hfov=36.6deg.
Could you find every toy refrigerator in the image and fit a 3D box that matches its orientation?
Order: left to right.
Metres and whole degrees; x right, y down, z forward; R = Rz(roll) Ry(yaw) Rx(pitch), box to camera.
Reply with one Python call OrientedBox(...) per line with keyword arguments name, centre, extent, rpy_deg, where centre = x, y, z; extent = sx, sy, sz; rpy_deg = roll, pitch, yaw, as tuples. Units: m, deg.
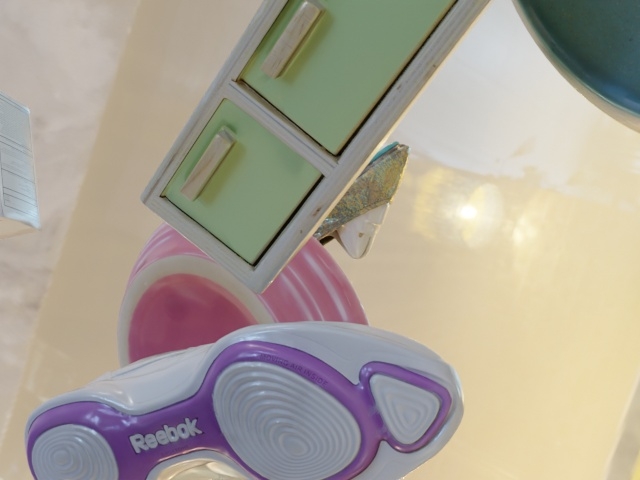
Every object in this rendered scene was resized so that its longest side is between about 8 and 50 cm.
OrientedBox(name="toy refrigerator", centre=(0.006, -0.100, 0.579), extent=(0.269, 0.102, 0.094), rpy_deg=(-51, 0, 31))

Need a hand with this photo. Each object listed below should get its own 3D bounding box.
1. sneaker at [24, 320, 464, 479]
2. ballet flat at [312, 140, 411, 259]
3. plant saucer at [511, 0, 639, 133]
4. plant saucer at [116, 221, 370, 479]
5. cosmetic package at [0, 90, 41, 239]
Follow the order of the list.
OrientedBox(name="sneaker", centre=(-0.047, 0.101, 0.644), extent=(0.152, 0.305, 0.114), rpy_deg=(-29, -73, -63))
OrientedBox(name="ballet flat", centre=(0.000, 0.000, 1.344), extent=(0.349, 0.123, 0.123), rpy_deg=(-33, -47, 8))
OrientedBox(name="plant saucer", centre=(0.197, -0.184, 0.515), extent=(0.044, 0.318, 0.317), rpy_deg=(-28, -58, -29))
OrientedBox(name="plant saucer", centre=(-0.097, 0.126, 1.005), extent=(0.084, 0.332, 0.332), rpy_deg=(-20, -61, -51))
OrientedBox(name="cosmetic package", centre=(-0.328, -0.033, 0.707), extent=(0.060, 0.239, 0.098), rpy_deg=(43, -143, -72))
